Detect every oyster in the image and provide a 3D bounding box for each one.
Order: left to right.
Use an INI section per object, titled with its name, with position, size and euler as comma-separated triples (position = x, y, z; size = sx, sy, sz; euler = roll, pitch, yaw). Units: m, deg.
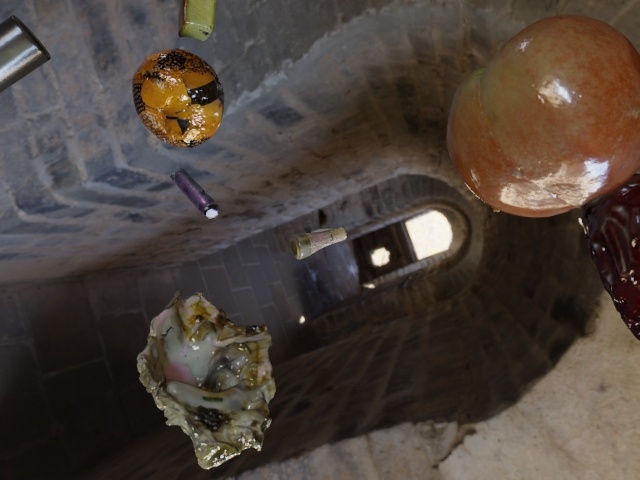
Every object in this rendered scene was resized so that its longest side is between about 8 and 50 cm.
[oyster]
position = -0.174, 0.202, 0.736
size = 0.355, 0.200, 0.107
euler = -112, -144, -68

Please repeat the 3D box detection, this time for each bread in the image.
[bread]
position = -0.257, -0.647, 1.100
size = 0.138, 0.077, 0.362
euler = -156, -105, -69

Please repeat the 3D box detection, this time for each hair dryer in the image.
[hair dryer]
position = -0.586, -0.335, 0.767
size = 0.248, 0.195, 0.078
euler = 54, -5, -6

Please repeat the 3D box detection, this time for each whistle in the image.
[whistle]
position = -0.235, -0.091, 0.909
size = 0.176, 0.033, 0.033
euler = 41, -8, 42

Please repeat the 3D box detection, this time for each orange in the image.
[orange]
position = -0.345, -0.344, 1.192
size = 0.235, 0.234, 0.182
euler = 59, 39, -34

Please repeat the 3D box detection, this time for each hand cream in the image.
[hand cream]
position = 0.000, 0.000, 1.648
size = 0.084, 0.203, 0.084
euler = 44, -38, 49

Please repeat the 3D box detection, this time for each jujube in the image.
[jujube]
position = 0.666, 0.033, 0.964
size = 0.258, 0.258, 0.377
euler = 49, 22, -54

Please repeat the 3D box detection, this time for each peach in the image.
[peach]
position = 0.302, -0.154, 0.652
size = 0.252, 0.252, 0.253
euler = -22, 90, -77

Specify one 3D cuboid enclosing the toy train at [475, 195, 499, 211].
[toy train]
position = 0.455, -0.176, 1.276
size = 0.091, 0.136, 0.228
euler = -56, 149, -39
